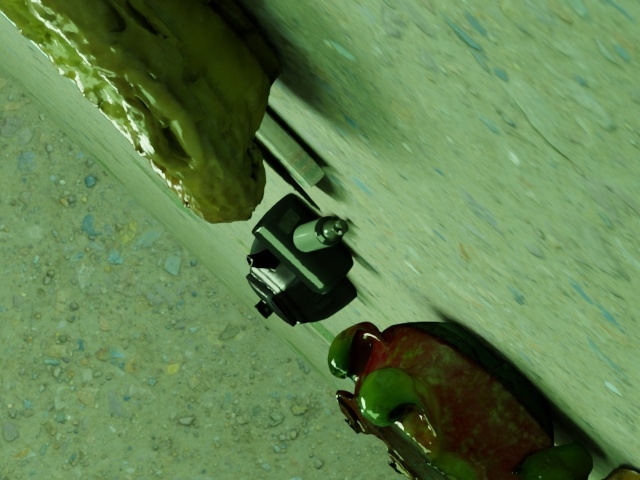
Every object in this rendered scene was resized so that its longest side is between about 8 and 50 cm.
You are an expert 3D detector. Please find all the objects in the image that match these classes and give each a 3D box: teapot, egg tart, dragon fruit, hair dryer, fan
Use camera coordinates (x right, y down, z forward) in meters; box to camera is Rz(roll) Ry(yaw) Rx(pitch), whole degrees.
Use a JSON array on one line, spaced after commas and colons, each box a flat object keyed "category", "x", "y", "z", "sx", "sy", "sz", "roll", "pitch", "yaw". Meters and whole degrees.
[{"category": "teapot", "x": -0.035, "y": 0.047, "z": 2.008, "sx": 0.087, "sy": 0.096, "sz": 0.177, "roll": 39, "pitch": 172, "yaw": 34}, {"category": "egg tart", "x": -0.121, "y": -0.138, "z": 1.296, "sx": 0.294, "sy": 0.123, "sz": 0.294, "roll": 47, "pitch": 174, "yaw": 6}, {"category": "dragon fruit", "x": 0.128, "y": 0.175, "z": 1.691, "sx": 0.268, "sy": 0.130, "sz": 0.295, "roll": 40, "pitch": 172, "yaw": 31}, {"category": "hair dryer", "x": 0.000, "y": 0.000, "z": 1.746, "sx": 0.100, "sy": 0.057, "sz": 0.198, "roll": 43, "pitch": 168, "yaw": -7}, {"category": "fan", "x": -0.110, "y": -0.144, "z": 1.601, "sx": 0.329, "sy": 0.009, "sz": 0.191, "roll": 46, "pitch": -176, "yaw": 8}]

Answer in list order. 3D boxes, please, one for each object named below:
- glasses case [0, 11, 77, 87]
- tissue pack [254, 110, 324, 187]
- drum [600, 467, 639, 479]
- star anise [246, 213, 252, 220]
[{"category": "glasses case", "x": -0.294, "y": -0.226, "z": 2.034, "sx": 0.266, "sy": 0.056, "sz": 0.105, "roll": 44, "pitch": 172, "yaw": -5}, {"category": "tissue pack", "x": -0.042, "y": -0.089, "z": 1.519, "sx": 0.108, "sy": 0.023, "sz": 0.056, "roll": 45, "pitch": 177, "yaw": -10}, {"category": "drum", "x": 0.337, "y": 0.407, "z": 1.551, "sx": 0.431, "sy": 0.214, "sz": 0.431, "roll": 42, "pitch": 174, "yaw": 6}, {"category": "star anise", "x": -0.130, "y": -0.104, "z": 1.596, "sx": 0.212, "sy": 0.073, "sz": 0.197, "roll": 47, "pitch": 180, "yaw": -22}]
